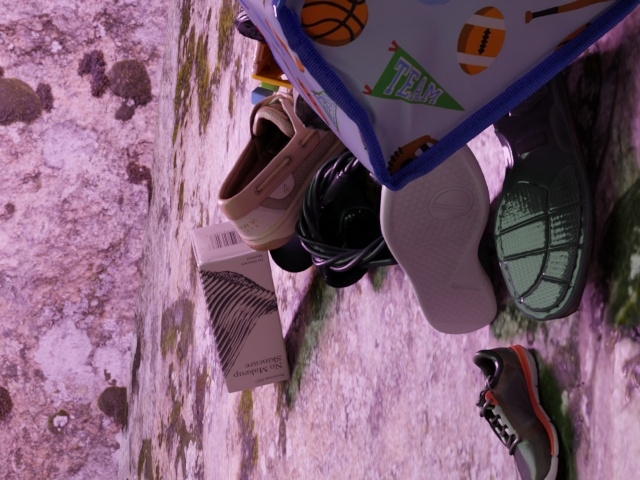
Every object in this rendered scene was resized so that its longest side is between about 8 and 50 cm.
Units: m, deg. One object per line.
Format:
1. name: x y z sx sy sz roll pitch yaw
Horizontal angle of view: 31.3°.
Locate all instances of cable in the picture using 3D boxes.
1. cable: 0.041 -0.038 1.430 0.184 0.047 0.151 -6 92 34

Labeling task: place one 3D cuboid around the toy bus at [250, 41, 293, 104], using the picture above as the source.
1. toy bus: -0.034 -0.309 1.773 0.191 0.104 0.202 76 -147 -74

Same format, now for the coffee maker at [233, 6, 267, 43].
1. coffee maker: -0.029 -0.371 1.624 0.120 0.171 0.178 60 -146 -77

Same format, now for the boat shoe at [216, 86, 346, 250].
1. boat shoe: -0.034 -0.150 1.553 0.121 0.110 0.341 -7 48 39

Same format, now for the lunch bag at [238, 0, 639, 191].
1. lunch bag: 0.118 -0.275 0.985 0.239 0.385 0.328 55 -179 -29

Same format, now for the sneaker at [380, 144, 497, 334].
1. sneaker: 0.111 -0.043 1.139 0.296 0.104 0.147 69 -170 -50

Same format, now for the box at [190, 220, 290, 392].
1. box: -0.122 0.102 1.774 0.094 0.113 0.275 -111 9 -51

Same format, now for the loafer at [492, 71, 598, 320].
1. loafer: 0.214 -0.056 1.049 0.096 0.084 0.268 -15 71 37

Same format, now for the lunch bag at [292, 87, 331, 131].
1. lunch bag: 0.052 -0.296 1.422 0.287 0.168 0.235 137 135 -57

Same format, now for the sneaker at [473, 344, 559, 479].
1. sneaker: 0.176 0.170 1.081 0.061 0.064 0.158 115 153 -46

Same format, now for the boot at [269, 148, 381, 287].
1. boot: 0.000 0.000 1.602 0.207 0.094 0.247 -102 31 -51
